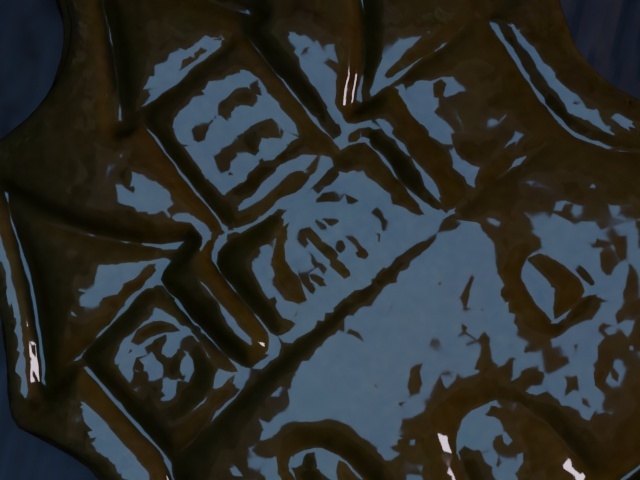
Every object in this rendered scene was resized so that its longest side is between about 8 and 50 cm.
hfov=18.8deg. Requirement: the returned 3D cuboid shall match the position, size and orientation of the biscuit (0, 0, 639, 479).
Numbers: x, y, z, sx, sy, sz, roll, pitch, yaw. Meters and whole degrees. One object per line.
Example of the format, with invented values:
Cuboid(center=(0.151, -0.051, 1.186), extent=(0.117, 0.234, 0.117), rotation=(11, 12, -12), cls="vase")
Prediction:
Cuboid(center=(0.000, 0.000, 0.489), extent=(0.182, 0.034, 0.215), rotation=(-40, 87, -5), cls="biscuit")
